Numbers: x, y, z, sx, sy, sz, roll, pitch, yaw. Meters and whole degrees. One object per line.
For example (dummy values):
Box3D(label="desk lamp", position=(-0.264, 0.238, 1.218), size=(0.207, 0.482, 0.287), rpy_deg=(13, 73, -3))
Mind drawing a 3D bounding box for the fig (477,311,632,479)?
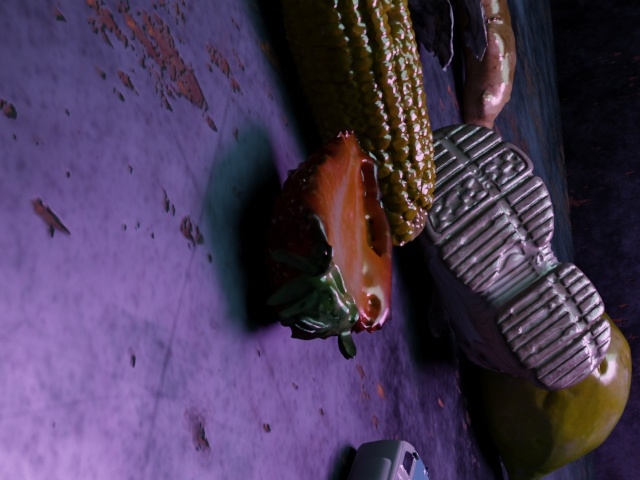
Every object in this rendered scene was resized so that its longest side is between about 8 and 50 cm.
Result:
Box3D(label="fig", position=(0.352, 0.233, 1.306), size=(0.233, 0.233, 0.314), rpy_deg=(-47, 122, -64))

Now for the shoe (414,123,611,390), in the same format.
Box3D(label="shoe", position=(0.200, 0.033, 1.123), size=(0.351, 0.172, 0.198), rpy_deg=(64, -17, 7))

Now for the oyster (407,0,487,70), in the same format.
Box3D(label="oyster", position=(0.166, -0.415, 1.253), size=(0.162, 0.158, 0.351), rpy_deg=(-19, -93, 69))

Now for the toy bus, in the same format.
Box3D(label="toy bus", position=(0.054, 0.232, 0.784), size=(0.075, 0.060, 0.123), rpy_deg=(65, 28, -26))

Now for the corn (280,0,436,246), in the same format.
Box3D(label="corn", position=(0.039, -0.144, 0.828), size=(0.119, 0.119, 0.322), rpy_deg=(-59, 139, -59))

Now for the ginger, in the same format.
Box3D(label="ginger", position=(0.284, -0.411, 1.550), size=(0.348, 0.122, 0.363), rpy_deg=(-88, 167, -48))

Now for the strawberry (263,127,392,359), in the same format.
Box3D(label="strawberry", position=(-0.001, 0.002, 0.706), size=(0.140, 0.085, 0.192), rpy_deg=(6, 70, -60))
